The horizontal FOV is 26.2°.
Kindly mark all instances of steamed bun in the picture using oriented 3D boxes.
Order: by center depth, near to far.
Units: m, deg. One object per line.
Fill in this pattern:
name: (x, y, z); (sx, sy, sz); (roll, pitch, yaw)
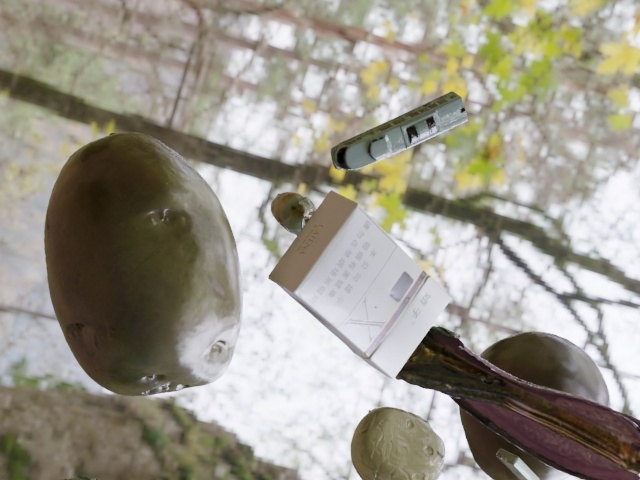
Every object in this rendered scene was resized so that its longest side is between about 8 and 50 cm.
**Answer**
steamed bun: (0.099, 0.293, 1.870); (0.091, 0.130, 0.113); (-49, -163, 55)

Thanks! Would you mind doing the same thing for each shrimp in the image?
shrimp: (0.000, 0.000, 1.829); (0.049, 0.166, 0.161); (-46, -171, -5)

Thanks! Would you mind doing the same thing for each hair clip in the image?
hair clip: (0.249, 0.209, 1.680); (0.110, 0.358, 0.095); (-68, 164, 6)

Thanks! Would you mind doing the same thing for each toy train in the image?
toy train: (0.112, -0.153, 1.983); (0.047, 0.207, 0.043); (47, -21, 60)

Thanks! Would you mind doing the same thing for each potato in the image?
potato: (-0.214, 0.031, 1.665); (0.243, 0.221, 0.327); (8, -74, 54)

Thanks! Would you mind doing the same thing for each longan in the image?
longan: (0.393, 0.315, 2.519); (0.297, 0.297, 0.297); (-164, -90, -76)

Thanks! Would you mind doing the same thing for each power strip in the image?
power strip: (0.308, 0.354, 2.143); (0.040, 0.090, 0.016); (22, -108, 48)

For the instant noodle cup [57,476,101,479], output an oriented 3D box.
instant noodle cup: (-0.300, 0.391, 1.662); (0.205, 0.205, 0.153); (-64, -144, 34)

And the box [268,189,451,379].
box: (0.033, 0.037, 1.068); (0.040, 0.154, 0.084); (26, -102, 45)
